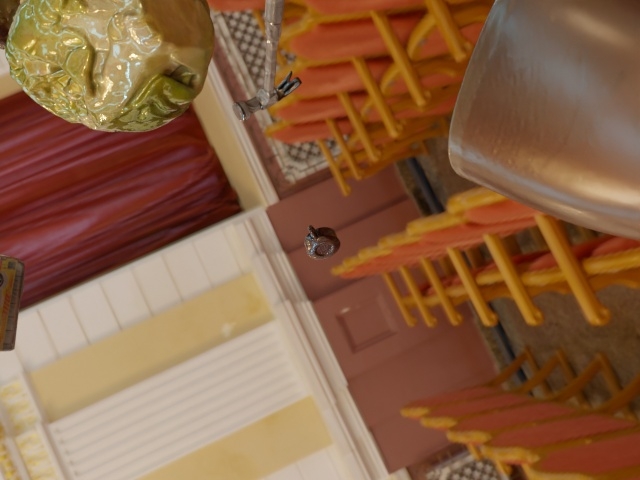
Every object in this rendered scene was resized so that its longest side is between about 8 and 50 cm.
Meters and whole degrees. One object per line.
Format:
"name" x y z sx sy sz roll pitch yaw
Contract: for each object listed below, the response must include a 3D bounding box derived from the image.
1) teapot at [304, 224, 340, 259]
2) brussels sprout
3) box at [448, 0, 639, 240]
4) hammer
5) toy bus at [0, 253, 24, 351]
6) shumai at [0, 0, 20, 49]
"teapot" 0.000 0.000 1.558 0.100 0.068 0.045 51 -167 -46
"brussels sprout" -0.316 -0.300 1.262 0.344 0.344 0.268 -153 40 -77
"box" 0.301 -0.147 0.830 0.216 0.301 0.301 35 157 29
"hammer" -0.100 -0.376 1.562 0.044 0.152 0.427 55 164 16
"toy bus" -0.621 0.121 1.559 0.064 0.075 0.190 6 88 49
"shumai" -0.755 -0.506 1.772 0.142 0.184 0.184 48 163 42
